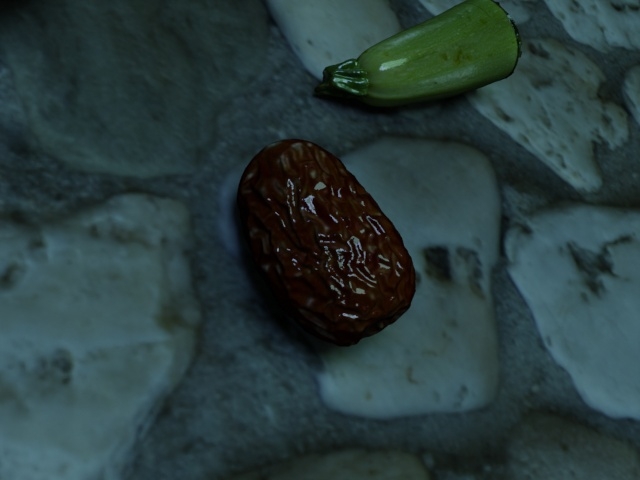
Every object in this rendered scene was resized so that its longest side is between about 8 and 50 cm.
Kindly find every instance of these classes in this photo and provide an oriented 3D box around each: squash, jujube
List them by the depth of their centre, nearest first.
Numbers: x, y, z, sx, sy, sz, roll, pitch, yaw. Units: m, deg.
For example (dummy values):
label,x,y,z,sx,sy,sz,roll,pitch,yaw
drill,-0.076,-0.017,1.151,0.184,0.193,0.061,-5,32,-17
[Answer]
label,x,y,z,sx,sy,sz,roll,pitch,yaw
jujube,0.000,0.000,0.825,0.176,0.109,0.112,55,12,19
squash,0.088,-0.175,1.013,0.224,0.094,0.094,-22,75,-31
